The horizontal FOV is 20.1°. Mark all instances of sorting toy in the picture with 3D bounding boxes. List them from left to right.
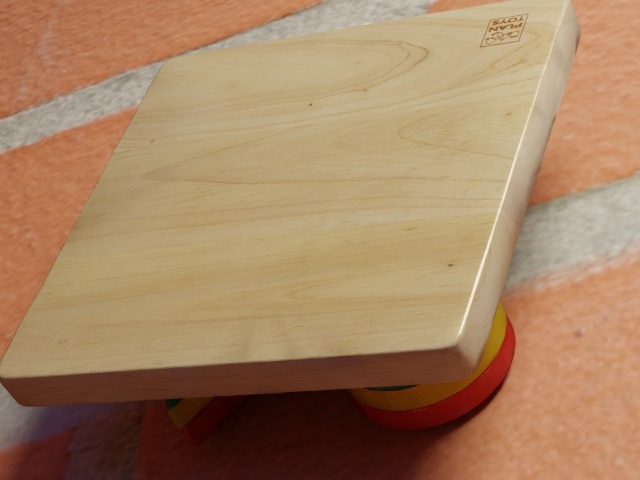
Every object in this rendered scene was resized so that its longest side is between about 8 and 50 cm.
[{"bbox_3d":[0.000,0.000,0.947,0.257,0.089,0.255,-6,42,28],"label":"sorting toy"}]
